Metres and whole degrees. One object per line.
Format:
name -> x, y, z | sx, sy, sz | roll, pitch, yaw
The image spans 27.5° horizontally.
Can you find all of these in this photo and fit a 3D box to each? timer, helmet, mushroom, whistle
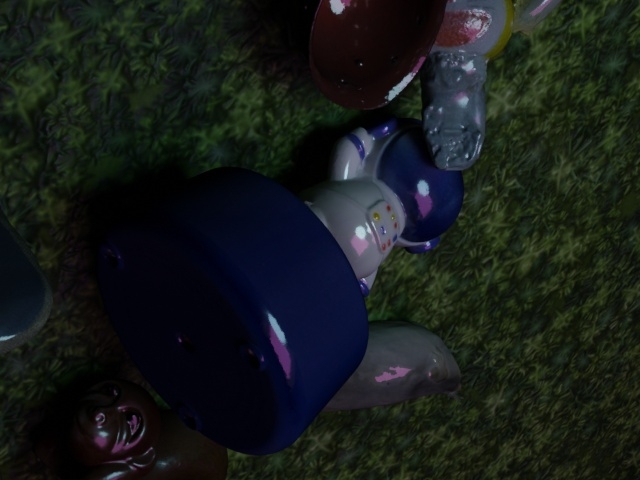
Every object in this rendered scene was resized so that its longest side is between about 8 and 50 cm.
timer -> 0.000, 0.000, 1.299 | 0.383, 0.270, 0.270 | -37, 140, -32
helmet -> 0.031, -0.218, 1.223 | 0.155, 0.106, 0.175 | -32, 136, -13
mushroom -> 0.031, 0.149, 1.524 | 0.351, 0.097, 0.109 | 4, 118, -38
whistle -> 0.131, -0.181, 1.287 | 0.123, 0.123, 0.223 | 6, 83, -42

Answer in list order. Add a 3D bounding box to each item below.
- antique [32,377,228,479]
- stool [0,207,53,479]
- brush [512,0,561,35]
antique -> -0.191, 0.229, 1.388 | 0.143, 0.121, 0.257 | -50, 140, -6
stool -> -0.390, 0.069, 0.964 | 0.310, 0.310, 0.226 | -14, 135, -32
brush -> 0.287, -0.340, 1.373 | 0.313, 0.067, 0.072 | -52, 138, 3
